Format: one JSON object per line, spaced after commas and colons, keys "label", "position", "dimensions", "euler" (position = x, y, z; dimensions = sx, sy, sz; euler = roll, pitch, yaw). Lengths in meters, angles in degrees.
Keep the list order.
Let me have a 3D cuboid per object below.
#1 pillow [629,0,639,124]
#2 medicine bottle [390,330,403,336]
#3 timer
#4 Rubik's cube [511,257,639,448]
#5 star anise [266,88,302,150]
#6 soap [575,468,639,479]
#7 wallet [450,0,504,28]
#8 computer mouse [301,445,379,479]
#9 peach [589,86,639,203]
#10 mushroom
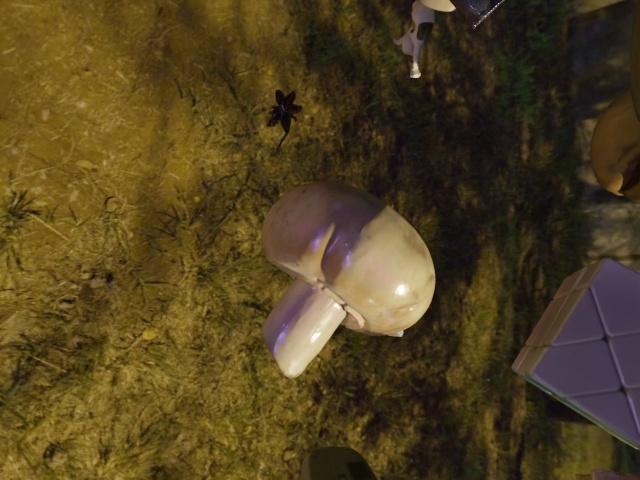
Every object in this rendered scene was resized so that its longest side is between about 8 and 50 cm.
{"label": "pillow", "position": [0.284, -0.195, 0.274], "dimensions": [0.302, 0.074, 0.185], "euler": [-13, 110, -73]}
{"label": "medicine bottle", "position": [0.183, 0.132, 1.110], "dimensions": [0.171, 0.052, 0.201], "euler": [56, 37, -56]}
{"label": "timer", "position": [0.250, -0.544, 1.015], "dimensions": [0.175, 0.266, 0.176], "euler": [5, 62, -10]}
{"label": "Rubik's cube", "position": [0.690, 0.272, 0.994], "dimensions": [0.319, 0.321, 0.316], "euler": [-57, 158, -3]}
{"label": "star anise", "position": [-0.115, -0.365, 1.301], "dimensions": [0.070, 0.097, 0.191], "euler": [-67, 180, -68]}
{"label": "soap", "position": [0.639, 0.615, 0.749], "dimensions": [0.156, 0.293, 0.335], "euler": [69, 30, -53]}
{"label": "wallet", "position": [0.312, -0.485, 0.766], "dimensions": [0.111, 0.165, 0.030], "euler": [53, 24, 4]}
{"label": "computer mouse", "position": [0.054, 0.611, 1.021], "dimensions": [0.331, 0.197, 0.095], "euler": [-166, -99, -82]}
{"label": "peach", "position": [0.741, -0.202, 0.909], "dimensions": [0.247, 0.292, 0.292], "euler": [-49, 129, -13]}
{"label": "mushroom", "position": [0.027, 0.052, 0.834], "dimensions": [0.353, 0.353, 0.325], "euler": [-2, 64, -53]}
